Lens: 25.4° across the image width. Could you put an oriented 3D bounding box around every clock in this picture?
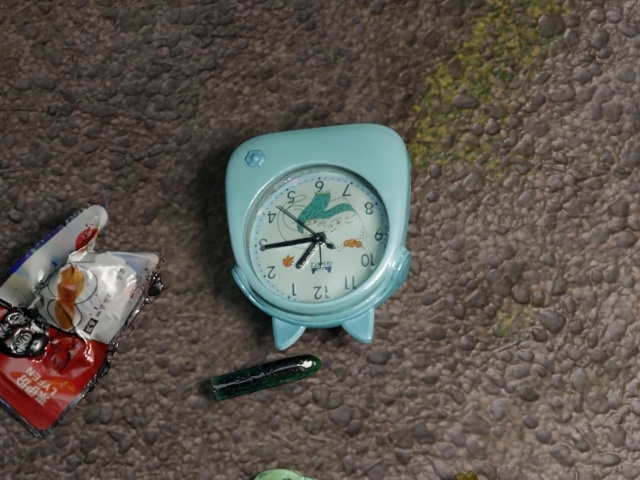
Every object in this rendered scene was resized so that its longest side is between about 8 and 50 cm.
[{"bbox_3d":[0.000,0.000,1.698,0.224,0.094,0.274,-4,71,11],"label":"clock"}]

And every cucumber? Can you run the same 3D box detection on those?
[{"bbox_3d":[-0.062,0.160,1.682,0.133,0.032,0.032,-14,68,5],"label":"cucumber"}]

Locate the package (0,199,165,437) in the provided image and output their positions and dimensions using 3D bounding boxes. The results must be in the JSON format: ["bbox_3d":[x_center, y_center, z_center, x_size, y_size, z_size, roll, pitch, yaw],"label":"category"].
[{"bbox_3d":[-0.318,0.087,1.750,0.194,0.071,0.269,40,95,24],"label":"package"}]

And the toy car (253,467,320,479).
[{"bbox_3d":[-0.001,0.312,1.599,0.186,0.058,0.093,13,73,14],"label":"toy car"}]

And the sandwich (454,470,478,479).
[{"bbox_3d":[0.177,0.307,1.558,0.036,0.093,0.105,-26,34,2],"label":"sandwich"}]
